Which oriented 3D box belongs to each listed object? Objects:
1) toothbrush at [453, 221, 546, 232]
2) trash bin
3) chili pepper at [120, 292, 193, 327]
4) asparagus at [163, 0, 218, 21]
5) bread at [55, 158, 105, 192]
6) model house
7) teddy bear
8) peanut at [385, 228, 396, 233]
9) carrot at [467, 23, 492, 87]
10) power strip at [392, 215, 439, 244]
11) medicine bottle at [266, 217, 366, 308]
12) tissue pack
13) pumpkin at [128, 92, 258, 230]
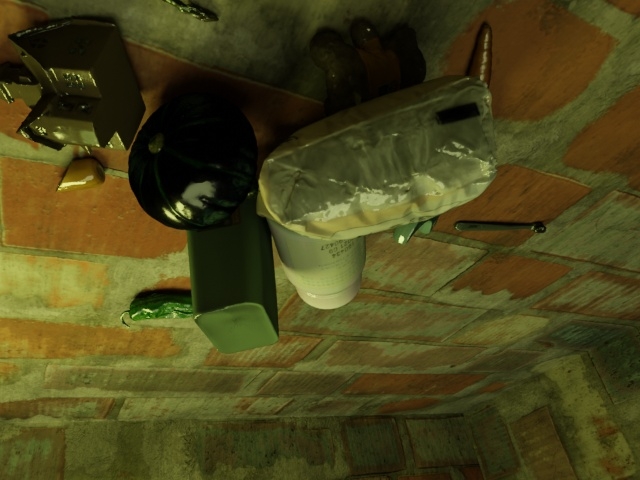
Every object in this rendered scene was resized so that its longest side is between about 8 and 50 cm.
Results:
[{"bbox_3d":[0.521,-0.038,1.380,0.298,0.030,0.030,1,118,-14],"label":"toothbrush"},{"bbox_3d":[-0.181,0.038,1.018,0.158,0.343,0.222,-13,144,-1],"label":"trash bin"},{"bbox_3d":[-0.451,0.197,1.400,0.257,0.074,0.100,1,143,-18],"label":"chili pepper"},{"bbox_3d":[-0.256,-0.374,0.694,0.233,0.023,0.022,17,-179,-34],"label":"asparagus"},{"bbox_3d":[-0.489,-0.128,0.952,0.103,0.049,0.062,-9,145,-6],"label":"bread"},{"bbox_3d":[-0.440,-0.228,0.752,0.248,0.176,0.180,6,146,4],"label":"model house"},{"bbox_3d":[0.093,-0.285,0.824,0.190,0.140,0.177,-24,130,-13],"label":"teddy bear"},{"bbox_3d":[0.197,-0.067,1.211,0.076,0.076,0.152,-5,142,-8],"label":"peanut"},{"bbox_3d":[0.306,-0.274,0.966,0.069,0.069,0.335,-8,139,-5],"label":"carrot"},{"bbox_3d":[0.257,-0.065,1.176,0.216,0.044,0.137,-20,140,-56],"label":"power strip"},{"bbox_3d":[0.000,0.000,1.126,0.214,0.213,0.378,-11,145,-1],"label":"medicine bottle"},{"bbox_3d":[0.074,-0.114,0.794,0.390,0.194,0.375,-19,-175,-5],"label":"tissue pack"},{"bbox_3d":[-0.208,-0.130,0.867,0.248,0.247,0.248,-8,145,-5],"label":"pumpkin"}]
